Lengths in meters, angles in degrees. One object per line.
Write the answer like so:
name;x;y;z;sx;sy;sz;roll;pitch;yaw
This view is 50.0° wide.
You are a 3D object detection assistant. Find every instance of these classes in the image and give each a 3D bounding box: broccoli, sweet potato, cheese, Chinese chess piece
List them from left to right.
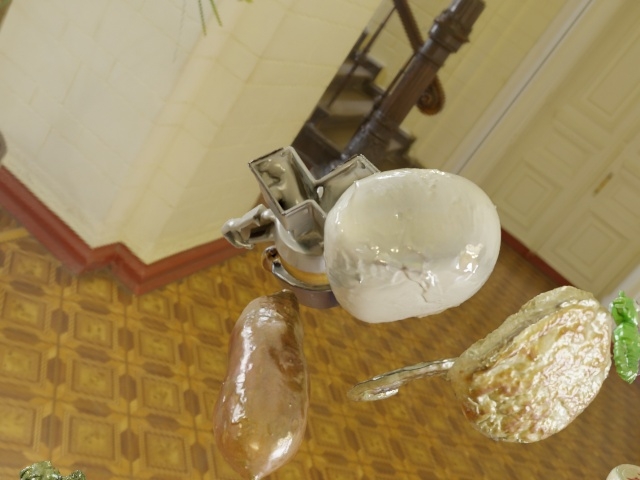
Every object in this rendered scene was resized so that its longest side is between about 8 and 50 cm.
broccoli;-0.497;0.476;1.254;0.162;0.146;0.138;8;45;-45
sweet potato;-0.053;0.122;0.726;0.097;0.097;0.292;29;28;-14
cheese;0.100;0.003;0.756;0.189;0.198;0.154;-2;66;6
Chinese chess piece;0.541;0.430;1.151;0.122;0.051;0.122;15;17;-5

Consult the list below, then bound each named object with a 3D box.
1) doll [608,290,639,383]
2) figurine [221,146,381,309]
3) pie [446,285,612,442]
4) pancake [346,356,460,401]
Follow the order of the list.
doll;0.502;0.155;1.127;0.115;0.050;0.190;52;38;-26
figurine;-0.004;0.001;1.002;0.308;0.308;0.143;35;58;1
pie;0.249;0.144;0.802;0.179;0.205;0.084;51;-1;-33
pancake;0.154;0.227;1.143;0.212;0.235;0.029;37;35;-66
